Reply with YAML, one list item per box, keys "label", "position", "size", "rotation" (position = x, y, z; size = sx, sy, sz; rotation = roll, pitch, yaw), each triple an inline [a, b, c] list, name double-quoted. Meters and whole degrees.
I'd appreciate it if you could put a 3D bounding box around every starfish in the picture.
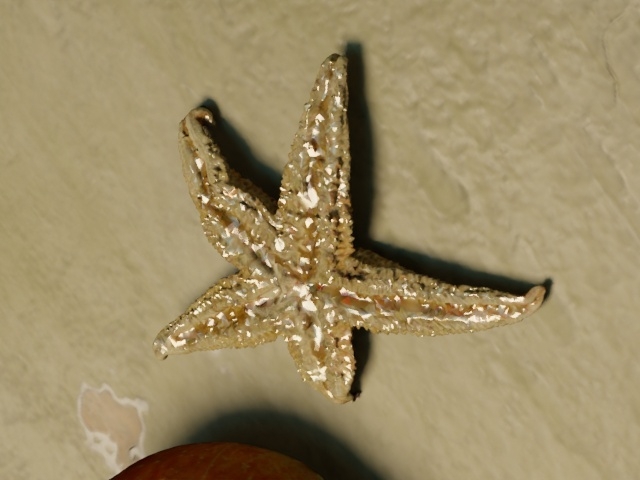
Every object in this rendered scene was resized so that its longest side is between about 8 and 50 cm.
- label: "starfish"
  position: [-0.003, 0.001, 1.231]
  size: [0.295, 0.048, 0.231]
  rotation: [-4, 106, 36]

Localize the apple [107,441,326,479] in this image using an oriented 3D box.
- label: "apple"
  position: [-0.083, 0.296, 1.282]
  size: [0.277, 0.250, 0.309]
  rotation: [-3, 104, 37]
